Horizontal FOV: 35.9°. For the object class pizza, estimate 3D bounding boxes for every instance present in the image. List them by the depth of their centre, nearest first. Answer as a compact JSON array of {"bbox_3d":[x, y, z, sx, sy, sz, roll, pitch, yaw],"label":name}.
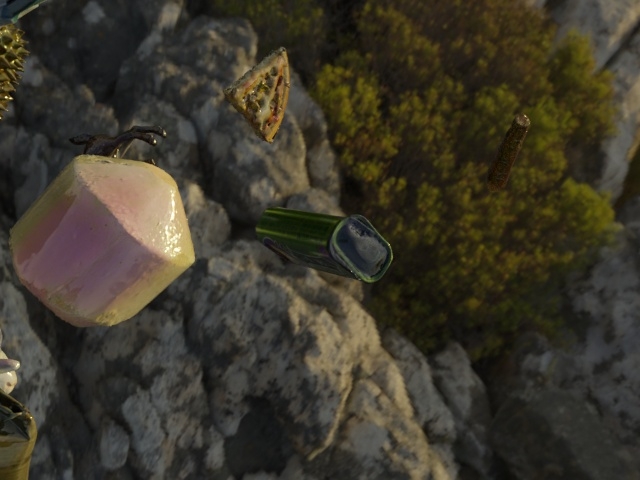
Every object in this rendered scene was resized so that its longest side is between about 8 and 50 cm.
[{"bbox_3d":[-0.114,-0.285,1.858,0.036,0.176,0.185,17,94,33],"label":"pizza"}]

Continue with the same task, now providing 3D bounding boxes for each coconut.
[{"bbox_3d":[-0.309,-0.010,1.460,0.245,0.233,0.233,-43,81,5],"label":"coconut"}]

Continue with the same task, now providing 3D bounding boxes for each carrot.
[{"bbox_3d":[0.338,-0.158,1.782,0.042,0.171,0.042,7,48,-8],"label":"carrot"}]

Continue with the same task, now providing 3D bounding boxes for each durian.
[{"bbox_3d":[-0.629,-0.319,1.795,0.166,0.306,0.172,18,59,17],"label":"durian"}]

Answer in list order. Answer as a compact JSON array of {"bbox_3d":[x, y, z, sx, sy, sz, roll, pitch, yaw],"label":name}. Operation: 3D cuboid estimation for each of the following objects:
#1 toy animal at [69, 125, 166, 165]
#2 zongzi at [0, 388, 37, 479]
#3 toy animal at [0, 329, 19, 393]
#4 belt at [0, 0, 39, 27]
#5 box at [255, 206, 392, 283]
[{"bbox_3d":[-0.379,-0.082,1.656,0.259,0.087,0.244,-16,46,14],"label":"toy animal"},{"bbox_3d":[-0.615,0.196,1.208,0.447,0.182,0.418,6,23,-41],"label":"zongzi"},{"bbox_3d":[-0.598,0.248,1.761,0.138,0.141,0.282,26,21,3],"label":"toy animal"},{"bbox_3d":[-0.364,-0.435,1.087,0.300,0.437,0.173,29,29,-4],"label":"belt"},{"bbox_3d":[0.000,0.000,1.864,0.134,0.345,0.097,37,79,-23],"label":"box"}]
